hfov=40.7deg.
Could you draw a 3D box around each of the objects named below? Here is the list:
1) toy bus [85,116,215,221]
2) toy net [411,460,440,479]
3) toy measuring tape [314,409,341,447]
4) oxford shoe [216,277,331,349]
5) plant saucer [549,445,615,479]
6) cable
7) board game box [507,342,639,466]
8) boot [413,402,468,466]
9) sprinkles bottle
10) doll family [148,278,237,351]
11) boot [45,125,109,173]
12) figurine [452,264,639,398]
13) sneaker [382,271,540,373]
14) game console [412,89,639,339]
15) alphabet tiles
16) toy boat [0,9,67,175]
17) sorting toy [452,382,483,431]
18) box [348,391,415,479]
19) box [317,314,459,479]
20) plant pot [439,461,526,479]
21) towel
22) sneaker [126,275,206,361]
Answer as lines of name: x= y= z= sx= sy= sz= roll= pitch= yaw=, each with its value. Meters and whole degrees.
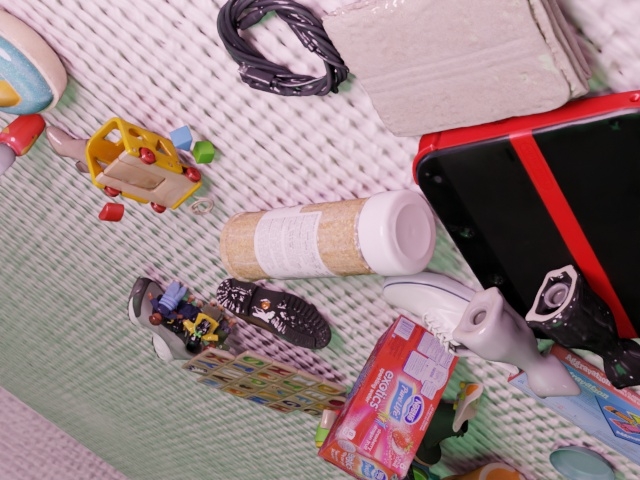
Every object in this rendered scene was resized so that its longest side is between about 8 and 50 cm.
toy bus: x=-0.275 y=-0.122 z=1.385 sx=0.202 sy=0.191 sz=0.104 roll=101 pitch=151 yaw=-55
toy net: x=0.251 y=0.551 z=1.905 sx=0.232 sy=0.045 sz=0.122 roll=42 pitch=146 yaw=-16
toy measuring tape: x=0.025 y=0.394 z=1.773 sx=0.121 sy=0.121 sz=0.330 roll=14 pitch=163 yaw=25
oxford shoe: x=-0.082 y=0.138 z=1.617 sx=0.227 sy=0.083 sz=0.096 roll=27 pitch=167 yaw=8
plant saucer: x=0.470 y=0.400 z=1.543 sx=0.119 sy=0.021 sz=0.119 roll=22 pitch=147 yaw=16
cable: x=-0.043 y=-0.247 z=1.092 sx=0.184 sy=0.047 sz=0.151 roll=18 pitch=140 yaw=25
board game box: x=0.453 y=0.270 z=1.378 sx=0.281 sy=0.027 sz=0.145 roll=33 pitch=149 yaw=-1
boot: x=0.235 y=0.380 z=1.670 sx=0.137 sy=0.077 sz=0.198 roll=0 pitch=137 yaw=32
sprinkles bottle: x=0.000 y=0.000 z=1.305 sx=0.355 sy=0.121 sz=0.121 roll=-5 pitch=132 yaw=44
doll family: x=-0.265 y=0.162 z=1.751 sx=0.193 sy=0.111 sz=0.076 roll=27 pitch=148 yaw=8
boot: x=-0.419 y=-0.164 z=1.517 sx=0.087 sy=0.042 sz=0.118 roll=-12 pitch=129 yaw=40
figurine: x=0.322 y=0.148 z=1.173 sx=0.209 sy=0.092 sz=0.215 roll=40 pitch=145 yaw=-22
sneaker: x=0.207 y=0.124 z=1.326 sx=0.258 sy=0.091 sz=0.094 roll=19 pitch=146 yaw=19
game console: x=0.325 y=-0.011 z=1.094 sx=0.342 sy=0.060 sz=0.386 roll=-8 pitch=131 yaw=40
alphabet tiles: x=-0.109 y=0.305 z=1.817 sx=0.342 sy=0.011 sz=0.285 roll=24 pitch=150 yaw=-20
toy boat: x=-0.534 y=-0.237 z=1.407 sx=0.267 sy=0.148 sz=0.318 roll=23 pitch=146 yaw=13
sorting toy: x=0.255 y=0.301 z=1.539 sx=0.045 sy=0.075 sz=0.083 roll=20 pitch=145 yaw=17
box: x=0.130 y=0.431 z=1.722 sx=0.059 sy=0.183 sz=0.233 roll=-21 pitch=128 yaw=11
box: x=0.117 y=0.272 z=1.446 sx=0.128 sy=0.257 sz=0.123 roll=31 pitch=146 yaw=1
plant pot: x=0.322 y=0.541 z=1.717 sx=0.205 sy=0.205 sz=0.188 roll=32 pitch=131 yaw=0
towel: x=0.147 y=-0.213 z=0.969 sx=0.282 sy=0.049 sz=0.187 roll=-4 pitch=132 yaw=44
sneaker: x=-0.325 y=0.167 z=1.839 sx=0.108 sy=0.100 sz=0.271 roll=2 pitch=143 yaw=22
